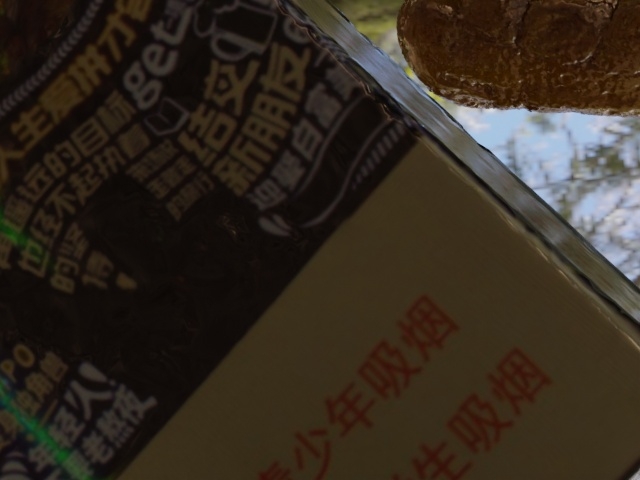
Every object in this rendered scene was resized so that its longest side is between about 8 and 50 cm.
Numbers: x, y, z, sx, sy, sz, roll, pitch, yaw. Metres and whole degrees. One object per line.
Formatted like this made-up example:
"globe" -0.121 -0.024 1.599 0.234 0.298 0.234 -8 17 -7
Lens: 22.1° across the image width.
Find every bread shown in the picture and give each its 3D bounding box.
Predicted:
"bread" 0.237 -0.176 1.444 0.344 0.084 0.124 4 -57 16

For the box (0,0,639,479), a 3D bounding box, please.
"box" -0.047 0.011 0.543 0.310 0.084 0.198 45 -76 13
